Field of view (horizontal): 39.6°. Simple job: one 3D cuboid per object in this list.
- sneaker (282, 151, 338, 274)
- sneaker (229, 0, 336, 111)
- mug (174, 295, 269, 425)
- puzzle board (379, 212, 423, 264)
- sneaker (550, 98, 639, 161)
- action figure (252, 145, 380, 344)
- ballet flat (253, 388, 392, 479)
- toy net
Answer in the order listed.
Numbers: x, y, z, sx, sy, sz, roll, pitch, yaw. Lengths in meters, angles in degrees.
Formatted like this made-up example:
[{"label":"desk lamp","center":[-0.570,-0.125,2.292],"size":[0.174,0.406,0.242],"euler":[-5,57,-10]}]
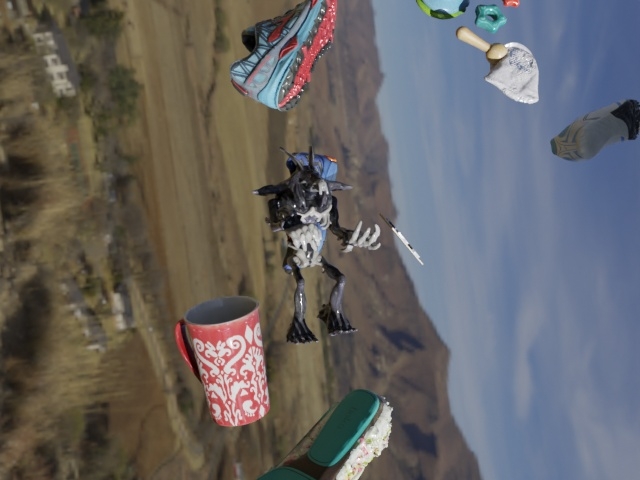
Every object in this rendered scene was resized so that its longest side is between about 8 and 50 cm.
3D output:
[{"label":"sneaker","center":[-0.037,-0.048,1.463],"size":[0.083,0.087,0.221],"euler":[-32,-136,57]},{"label":"sneaker","center":[-0.057,-0.318,1.360],"size":[0.104,0.125,0.261],"euler":[92,20,-54]},{"label":"mug","center":[-0.141,0.177,1.345],"size":[0.150,0.113,0.169],"euler":[22,-55,62]},{"label":"puzzle board","center":[0.189,-0.006,2.063],"size":[0.128,0.011,0.096],"euler":[47,4,-26]},{"label":"sneaker","center":[0.513,-0.207,1.638],"size":[0.086,0.237,0.085],"euler":[12,-62,49]},{"label":"action figure","center":[0.000,0.000,1.243],"size":[0.141,0.164,0.275],"euler":[-3,-87,56]},{"label":"ballet flat","center":[-0.007,0.251,0.908],"size":[0.091,0.241,0.077],"euler":[24,-38,43]},{"label":"toy net","center":[0.219,-0.264,1.137],"size":[0.232,0.122,0.045],"euler":[64,-23,18]}]
